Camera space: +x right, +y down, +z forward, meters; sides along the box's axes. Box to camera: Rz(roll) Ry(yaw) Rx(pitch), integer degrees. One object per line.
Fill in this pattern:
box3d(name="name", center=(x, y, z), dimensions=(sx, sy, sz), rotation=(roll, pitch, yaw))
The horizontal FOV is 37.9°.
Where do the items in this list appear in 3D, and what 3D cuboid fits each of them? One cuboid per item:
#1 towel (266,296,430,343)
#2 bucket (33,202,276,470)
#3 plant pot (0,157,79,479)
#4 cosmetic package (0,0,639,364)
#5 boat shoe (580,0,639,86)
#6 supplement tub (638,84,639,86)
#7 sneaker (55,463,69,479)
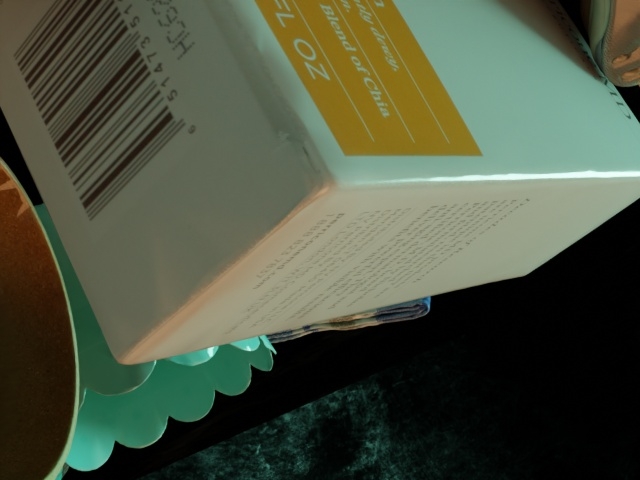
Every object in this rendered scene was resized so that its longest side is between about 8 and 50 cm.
box3d(name="towel", center=(-0.008, 0.066, 1.093), dimensions=(0.285, 0.034, 0.209), rotation=(-12, -164, 9))
box3d(name="bucket", center=(-0.196, 0.084, 0.847), dimensions=(0.281, 0.183, 0.281), rotation=(-25, 165, -7))
box3d(name="plant pot", center=(-0.318, 0.071, 0.581), dimensions=(0.254, 0.237, 0.237), rotation=(-15, 166, 7))
box3d(name="cosmetic package", center=(0.037, -0.088, 0.605), dimensions=(0.161, 0.230, 0.453), rotation=(-39, 162, 32))
box3d(name="boat shoe", center=(0.220, -0.249, 0.621), dimensions=(0.123, 0.116, 0.324), rotation=(-11, 144, -3))
box3d(name="supplement tub", center=(0.428, -0.240, 0.816), dimensions=(0.338, 0.207, 0.207), rotation=(-35, 163, 22))
box3d(name="sneaker", center=(-0.318, 0.233, 1.215), dimensions=(0.295, 0.124, 0.178), rotation=(-13, 155, -20))
